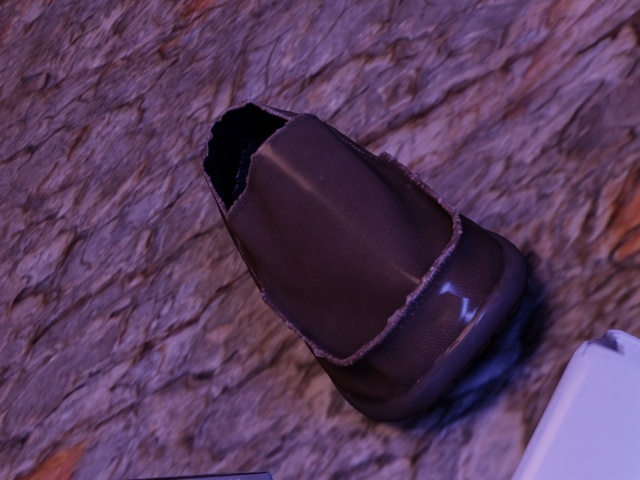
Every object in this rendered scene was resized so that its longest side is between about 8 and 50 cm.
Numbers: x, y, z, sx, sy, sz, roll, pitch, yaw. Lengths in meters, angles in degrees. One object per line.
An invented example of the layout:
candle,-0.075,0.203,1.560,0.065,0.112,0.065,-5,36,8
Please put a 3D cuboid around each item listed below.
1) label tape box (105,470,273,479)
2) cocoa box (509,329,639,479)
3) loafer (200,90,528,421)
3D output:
label tape box,-0.041,0.270,0.759,0.333,0.106,0.240,-126,38,-66
cocoa box,0.092,0.244,0.443,0.231,0.228,0.347,24,74,18
loafer,0.000,0.000,1.188,0.134,0.130,0.366,-51,24,-2
